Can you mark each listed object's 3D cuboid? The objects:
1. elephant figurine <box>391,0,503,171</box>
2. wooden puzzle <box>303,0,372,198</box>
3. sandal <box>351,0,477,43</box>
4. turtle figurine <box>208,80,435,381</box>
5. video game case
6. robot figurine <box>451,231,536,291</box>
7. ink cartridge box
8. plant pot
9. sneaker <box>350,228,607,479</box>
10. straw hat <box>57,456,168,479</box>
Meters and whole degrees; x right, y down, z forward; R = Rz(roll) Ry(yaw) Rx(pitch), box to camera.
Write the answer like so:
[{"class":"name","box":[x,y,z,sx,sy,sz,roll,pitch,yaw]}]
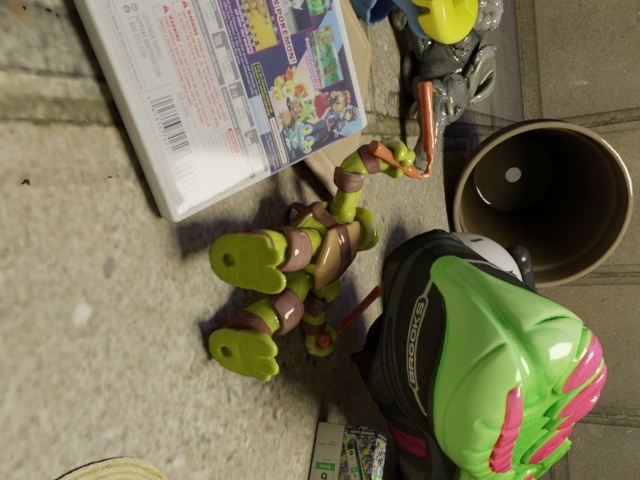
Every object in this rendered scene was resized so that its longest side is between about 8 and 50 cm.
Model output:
[{"class":"elephant figurine","box":[0.187,-0.255,0.836,0.169,0.185,0.240,-131,-150,-56]},{"class":"wooden puzzle","box":[-0.007,-0.173,0.530,0.239,0.044,0.221,51,42,-55]},{"class":"sandal","box":[0.069,-0.369,0.606,0.126,0.138,0.318,-37,119,-40]},{"class":"turtle figurine","box":[0.000,0.000,0.443,0.217,0.087,0.270,-31,146,-56]},{"class":"video game case","box":[-0.058,-0.140,0.358,0.183,0.023,0.202,-32,117,-32]},{"class":"robot figurine","box":[0.206,0.118,0.761,0.209,0.173,0.278,-70,146,-42]},{"class":"ink cartridge box","box":[0.022,0.230,0.501,0.029,0.062,0.115,51,43,-51]},{"class":"plant pot","box":[0.424,-0.107,1.138,0.280,0.322,0.324,-73,151,-67]},{"class":"sneaker","box":[0.141,0.162,0.577,0.202,0.185,0.483,57,-17,36]},{"class":"straw hat","box":[-0.096,0.184,0.275,0.144,0.061,0.145,13,76,-63]}]
